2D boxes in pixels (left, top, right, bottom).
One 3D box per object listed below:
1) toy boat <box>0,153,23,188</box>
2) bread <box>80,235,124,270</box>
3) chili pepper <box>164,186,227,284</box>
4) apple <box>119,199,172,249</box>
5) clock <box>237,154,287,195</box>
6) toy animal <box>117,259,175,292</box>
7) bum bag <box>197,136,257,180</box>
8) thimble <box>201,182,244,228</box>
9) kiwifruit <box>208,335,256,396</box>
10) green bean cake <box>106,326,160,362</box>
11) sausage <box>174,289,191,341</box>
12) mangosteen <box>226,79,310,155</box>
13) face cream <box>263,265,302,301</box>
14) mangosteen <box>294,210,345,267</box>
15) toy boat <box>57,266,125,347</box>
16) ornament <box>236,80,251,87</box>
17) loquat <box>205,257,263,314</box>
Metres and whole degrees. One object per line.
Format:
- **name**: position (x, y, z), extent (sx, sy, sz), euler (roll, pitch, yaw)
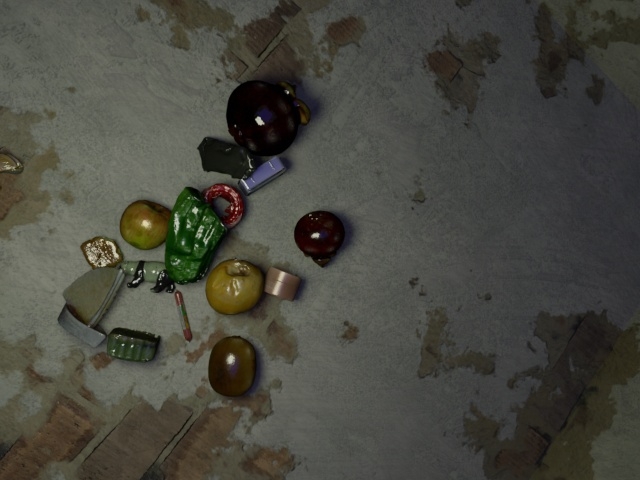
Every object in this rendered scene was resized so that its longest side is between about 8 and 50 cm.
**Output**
- **toy boat**: position (-1.263, -0.215, 1.696), extent (0.321, 0.089, 0.121), euler (-27, 107, -13)
- **bread**: position (-0.845, 0.048, 1.800), extent (0.128, 0.069, 0.140), euler (-30, 97, -13)
- **chili pepper**: position (-0.491, -0.018, 1.781), extent (0.213, 0.167, 0.385), euler (2, 117, -36)
- **apple**: position (-0.669, -0.057, 1.783), extent (0.196, 0.196, 0.196), euler (0, 88, -14)
- **clock**: position (-0.242, -0.266, 1.916), extent (0.193, 0.144, 0.073), euler (-34, 97, -12)
- **toy animal**: position (-0.684, 0.137, 1.824), extent (0.225, 0.094, 0.121), euler (10, 85, -13)
- **bum bag**: position (-0.374, -0.320, 1.852), extent (0.079, 0.326, 0.142), euler (-2, 110, -55)
- **thimble**: position (-0.397, -0.135, 1.886), extent (0.163, 0.125, 0.190), euler (-25, 94, -16)
- **kiwifruit**: position (-0.350, 0.496, 1.846), extent (0.196, 0.196, 0.234), euler (10, 88, -13)
- **green bean cake**: position (-0.717, 0.401, 1.770), extent (0.181, 0.173, 0.094), euler (14, 84, -15)
- **sausage**: position (-0.559, 0.307, 1.882), extent (0.029, 0.029, 0.223), euler (-14, 92, -14)
- **mangosteen**: position (-0.207, -0.506, 1.857), extent (0.347, 0.307, 0.307), euler (-39, 98, -20)
- **face cream**: position (-0.162, 0.180, 1.921), extent (0.149, 0.149, 0.104), euler (22, 85, -12)
- **mangosteen**: position (0.000, 0.000, 1.953), extent (0.215, 0.215, 0.258), euler (-19, 124, -13)
- **toy boat**: position (-0.865, 0.235, 1.739), extent (0.276, 0.111, 0.294), euler (8, 75, 26)
- **ornament**: position (-0.296, -0.617, 1.973), extent (0.073, 0.028, 0.125), euler (-33, 94, -13)
- **loquat**: position (-0.342, 0.191, 1.842), extent (0.243, 0.244, 0.244), euler (0, 88, -14)
